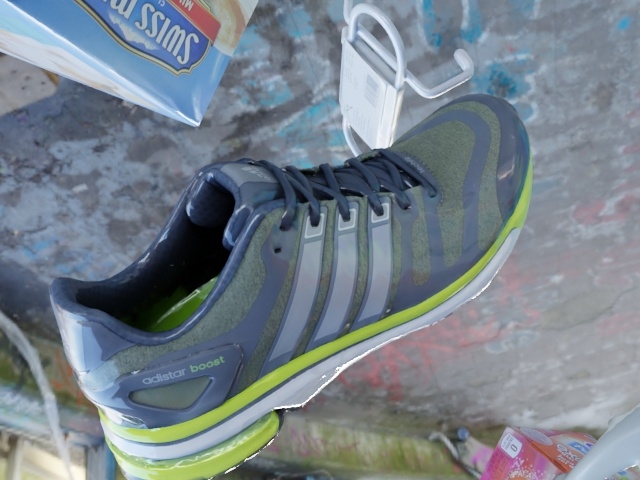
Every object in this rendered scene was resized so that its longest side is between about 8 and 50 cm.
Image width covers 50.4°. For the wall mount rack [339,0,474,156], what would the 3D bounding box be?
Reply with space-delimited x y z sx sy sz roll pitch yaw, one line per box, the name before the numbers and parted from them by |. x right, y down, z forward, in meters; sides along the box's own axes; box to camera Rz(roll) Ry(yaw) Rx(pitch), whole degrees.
wall mount rack | 0.086 -0.272 1.035 0.130 0.304 0.350 -33 160 -15

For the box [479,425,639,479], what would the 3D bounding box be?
box | 0.198 0.314 0.629 0.128 0.122 0.257 15 104 -34

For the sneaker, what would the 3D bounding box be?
sneaker | 0.000 0.000 0.362 0.300 0.111 0.121 -38 134 -18

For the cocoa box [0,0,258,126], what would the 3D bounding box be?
cocoa box | -0.238 -0.276 0.558 0.347 0.228 0.231 24 178 25

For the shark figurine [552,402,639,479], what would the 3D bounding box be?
shark figurine | 0.248 0.116 0.380 0.278 0.116 0.166 -19 126 -2
